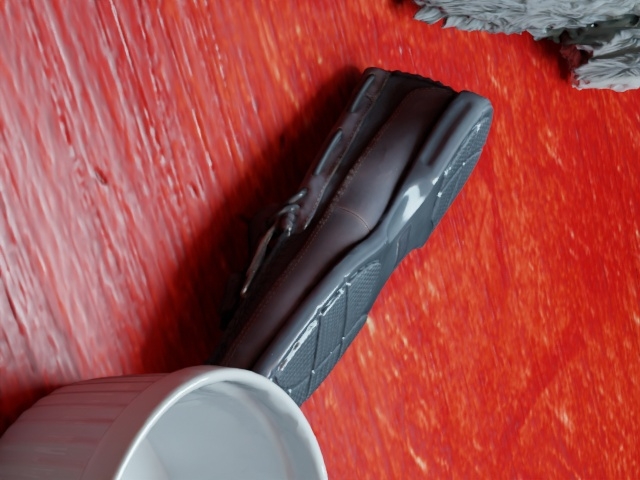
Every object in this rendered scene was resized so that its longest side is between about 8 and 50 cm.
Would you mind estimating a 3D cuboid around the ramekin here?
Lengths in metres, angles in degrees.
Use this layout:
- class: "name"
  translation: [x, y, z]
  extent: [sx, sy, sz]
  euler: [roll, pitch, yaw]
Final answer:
- class: "ramekin"
  translation: [-0.093, 0.166, 0.897]
  extent: [0.207, 0.109, 0.207]
  euler: [-4, 95, -56]

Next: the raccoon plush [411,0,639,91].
- class: "raccoon plush"
  translation: [0.147, -0.298, 1.237]
  extent: [0.446, 0.216, 0.299]
  euler: [71, 13, -78]

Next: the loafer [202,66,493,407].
- class: "loafer"
  translation: [0.000, 0.000, 1.067]
  extent: [0.302, 0.095, 0.109]
  euler: [-50, 162, -36]
